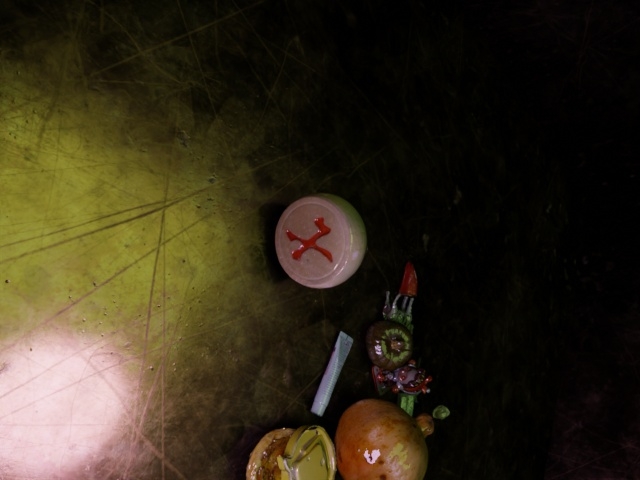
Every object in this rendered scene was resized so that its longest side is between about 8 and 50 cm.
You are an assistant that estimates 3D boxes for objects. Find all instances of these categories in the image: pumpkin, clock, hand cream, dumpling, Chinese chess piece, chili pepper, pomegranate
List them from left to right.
[{"bbox_3d":[-0.048,0.784,1.390,0.294,0.071,0.276,5,73,-57],"label":"clock"},{"bbox_3d":[0.000,0.000,1.430,0.141,0.339,0.337,-6,92,-58],"label":"Chinese chess piece"},{"bbox_3d":[0.050,0.530,1.619,0.085,0.058,0.330,39,65,-29],"label":"hand cream"},{"bbox_3d":[0.256,0.790,1.561,0.411,0.410,0.409,2,87,-39],"label":"pomegranate"},{"bbox_3d":[0.303,0.448,1.741,0.219,0.162,0.218,5,77,-21],"label":"pumpkin"},{"bbox_3d":[0.422,0.181,1.939,0.088,0.065,0.168,11,72,-12],"label":"chili pepper"},{"bbox_3d":[0.610,0.869,2.053,0.052,0.076,0.057,-37,117,-59],"label":"dumpling"}]

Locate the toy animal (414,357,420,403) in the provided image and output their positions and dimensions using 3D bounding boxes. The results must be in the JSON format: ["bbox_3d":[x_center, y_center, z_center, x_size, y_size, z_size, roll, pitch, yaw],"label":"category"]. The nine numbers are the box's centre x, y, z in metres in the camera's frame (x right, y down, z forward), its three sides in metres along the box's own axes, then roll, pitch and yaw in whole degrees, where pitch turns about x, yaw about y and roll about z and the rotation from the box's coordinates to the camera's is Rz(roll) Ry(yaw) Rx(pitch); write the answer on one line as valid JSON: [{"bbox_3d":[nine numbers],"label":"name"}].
[{"bbox_3d":[0.450,0.671,1.947,0.075,0.041,0.216,15,74,-35],"label":"toy animal"}]

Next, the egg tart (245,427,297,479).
[{"bbox_3d":[-0.156,0.787,1.405,0.291,0.116,0.289,5,83,-47],"label":"egg tart"}]

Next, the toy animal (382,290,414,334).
[{"bbox_3d":[0.382,0.333,1.878,0.255,0.090,0.169,39,68,-28],"label":"toy animal"}]

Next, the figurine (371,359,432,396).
[{"bbox_3d":[0.377,0.605,1.770,0.184,0.226,0.160,-20,102,-38],"label":"figurine"}]

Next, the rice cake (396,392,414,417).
[{"bbox_3d":[0.385,0.817,1.876,0.085,0.040,0.225,11,81,-20],"label":"rice cake"}]
